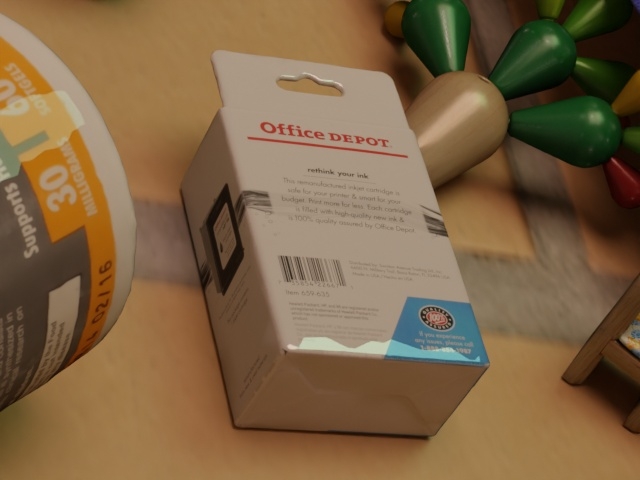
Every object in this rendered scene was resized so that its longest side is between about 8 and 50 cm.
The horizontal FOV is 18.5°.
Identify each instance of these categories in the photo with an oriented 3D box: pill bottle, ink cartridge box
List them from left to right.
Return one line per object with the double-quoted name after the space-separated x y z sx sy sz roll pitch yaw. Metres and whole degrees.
-0.208 0.028 0.691 0.162 0.162 0.278 42 43 12 "pill bottle"
0.000 0.000 0.914 0.104 0.060 0.180 6 48 -25 "ink cartridge box"

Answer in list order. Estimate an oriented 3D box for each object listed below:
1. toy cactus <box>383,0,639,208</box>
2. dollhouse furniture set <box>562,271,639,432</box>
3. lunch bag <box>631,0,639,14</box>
0.095 -0.083 1.041 0.219 0.112 0.180 45 62 11 "toy cactus"
0.236 0.076 0.905 0.212 0.161 0.242 37 42 7 "dollhouse furniture set"
0.343 -0.122 1.062 0.327 0.239 0.385 14 46 -44 "lunch bag"
